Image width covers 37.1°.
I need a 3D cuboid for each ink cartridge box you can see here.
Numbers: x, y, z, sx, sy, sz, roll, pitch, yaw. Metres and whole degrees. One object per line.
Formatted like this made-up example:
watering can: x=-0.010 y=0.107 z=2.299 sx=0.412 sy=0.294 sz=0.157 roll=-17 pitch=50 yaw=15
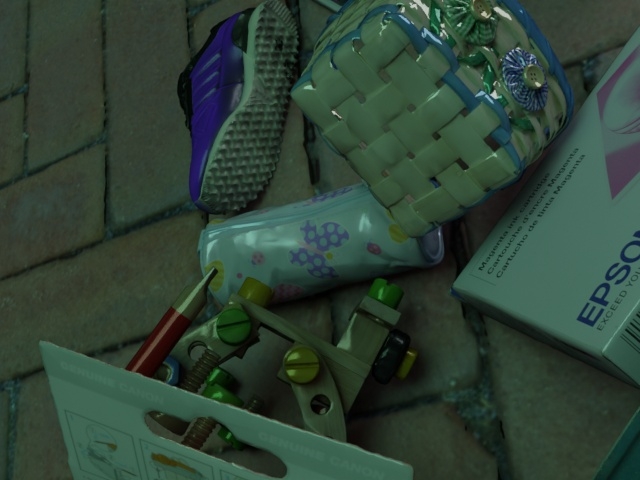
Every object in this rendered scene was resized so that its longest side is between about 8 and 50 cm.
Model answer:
ink cartridge box: x=0.260 y=-0.059 z=0.840 sx=0.324 sy=0.071 sz=0.330 roll=-54 pitch=23 yaw=-4
ink cartridge box: x=-0.053 y=0.238 z=0.797 sx=0.308 sy=0.385 sz=0.091 roll=14 pitch=41 yaw=21

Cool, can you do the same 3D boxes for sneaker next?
sneaker: x=-0.127 y=-0.164 z=1.222 sx=0.146 sy=0.102 sz=0.293 roll=0 pitch=65 yaw=36

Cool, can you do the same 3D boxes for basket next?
basket: x=0.121 y=-0.153 z=0.904 sx=0.201 sy=0.255 sz=0.289 roll=-35 pitch=14 yaw=32

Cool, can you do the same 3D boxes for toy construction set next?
toy construction set: x=-0.042 y=0.102 z=0.938 sx=0.257 sy=0.309 sz=0.237 roll=31 pitch=82 yaw=30

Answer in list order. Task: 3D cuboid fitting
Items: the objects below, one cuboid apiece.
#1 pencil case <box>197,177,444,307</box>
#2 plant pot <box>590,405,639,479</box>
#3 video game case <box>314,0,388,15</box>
pencil case: x=0.000 y=0.000 z=1.049 sx=0.273 sy=0.124 sz=0.113 roll=-16 pitch=62 yaw=26
plant pot: x=0.367 y=0.166 z=0.681 sx=0.255 sy=0.271 sz=0.272 roll=34 pitch=89 yaw=24
video game case: x=0.059 y=-0.379 z=1.241 sx=0.201 sy=0.023 sz=0.183 roll=39 pitch=92 yaw=36
